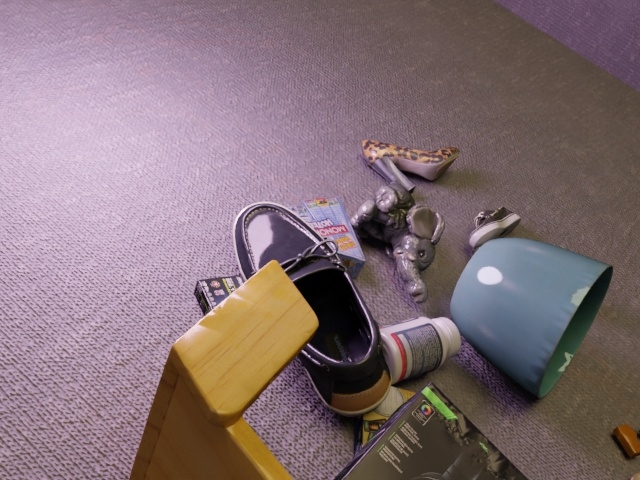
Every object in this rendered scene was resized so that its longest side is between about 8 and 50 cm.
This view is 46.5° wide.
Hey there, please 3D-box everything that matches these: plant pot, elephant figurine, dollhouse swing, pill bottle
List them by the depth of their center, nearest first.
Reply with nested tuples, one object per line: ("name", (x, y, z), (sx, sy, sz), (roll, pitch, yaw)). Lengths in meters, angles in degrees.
("dollhouse swing", (-0.069, 0.286, 1.012), (0.304, 0.347, 0.315), (35, 40, 12))
("pill bottle", (0.176, 0.204, 1.416), (0.180, 0.108, 0.108), (-10, 51, -35))
("plant pot", (0.404, 0.130, 1.493), (0.235, 0.293, 0.293), (28, 37, 27))
("elephant figurine", (0.192, -0.003, 1.642), (0.239, 0.186, 0.169), (44, -1, 6))

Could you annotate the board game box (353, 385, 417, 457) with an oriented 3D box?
("board game box", (0.140, 0.364, 1.274), (0.164, 0.042, 0.243), (17, 40, -9))

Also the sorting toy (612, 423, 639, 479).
("sorting toy", (0.705, 0.489, 1.436), (0.228, 0.041, 0.307), (-4, 48, -25))

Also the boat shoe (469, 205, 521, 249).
("boat shoe", (0.412, -0.034, 1.827), (0.070, 0.078, 0.219), (44, 35, 20))

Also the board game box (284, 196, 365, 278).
("board game box", (0.000, 0.000, 1.585), (0.194, 0.060, 0.194), (-9, 50, -34))

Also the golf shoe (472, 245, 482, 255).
("golf shoe", (0.488, 0.054, 1.733), (0.272, 0.120, 0.105), (18, 42, -6))

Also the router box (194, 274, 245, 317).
("router box", (-0.169, 0.123, 1.381), (0.092, 0.038, 0.122), (-6, 49, -33))

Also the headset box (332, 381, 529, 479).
("headset box", (0.160, 0.394, 1.119), (0.246, 0.131, 0.283), (46, 55, 10))

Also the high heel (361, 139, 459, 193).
("high heel", (0.235, -0.233, 1.927), (0.261, 0.093, 0.186), (-32, 71, -36))

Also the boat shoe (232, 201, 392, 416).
("boat shoe", (-0.024, 0.086, 1.368), (0.186, 0.156, 0.500), (-22, 52, -12))
